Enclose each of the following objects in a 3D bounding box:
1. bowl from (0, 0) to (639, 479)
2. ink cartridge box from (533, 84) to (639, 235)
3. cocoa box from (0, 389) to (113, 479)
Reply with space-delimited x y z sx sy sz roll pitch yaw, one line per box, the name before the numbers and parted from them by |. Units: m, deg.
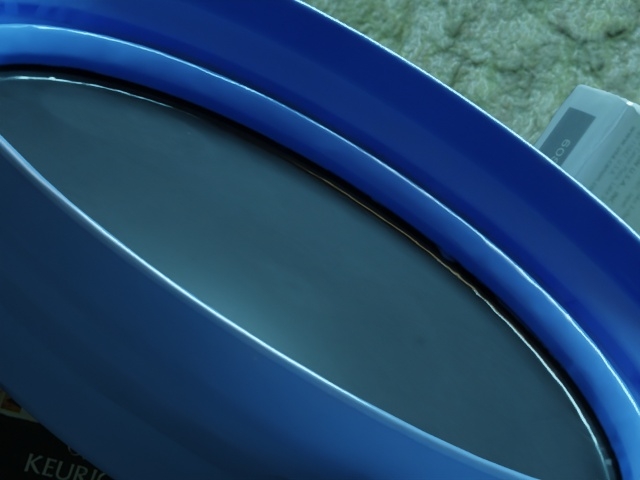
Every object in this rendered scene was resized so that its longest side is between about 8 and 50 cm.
bowl | 0.000 0.000 0.606 0.391 0.077 0.391 28 21 -12
ink cartridge box | 0.248 0.118 1.099 0.385 0.308 0.091 34 1 -24
cocoa box | -0.064 0.088 0.836 0.347 0.227 0.231 20 -1 -30
